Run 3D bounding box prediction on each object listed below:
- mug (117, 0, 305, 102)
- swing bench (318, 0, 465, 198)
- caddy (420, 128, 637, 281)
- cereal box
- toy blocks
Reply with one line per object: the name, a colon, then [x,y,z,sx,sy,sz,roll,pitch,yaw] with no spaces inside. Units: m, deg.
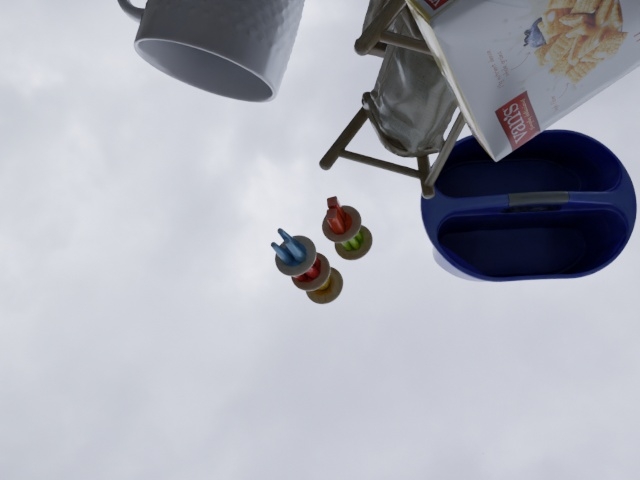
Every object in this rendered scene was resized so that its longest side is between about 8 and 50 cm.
mug: [-0.209,-0.476,1.268,0.374,0.276,0.328,16,-95,10]
swing bench: [0.121,-0.237,0.878,0.165,0.253,0.254,16,-117,-1]
caddy: [0.327,-0.051,1.095,0.341,0.179,0.241,-3,-100,-1]
cereal box: [0.194,-0.179,0.480,0.240,0.173,0.047,-36,-128,9]
toy blocks: [0.000,0.000,0.816,0.054,0.148,0.123,28,-102,30]
